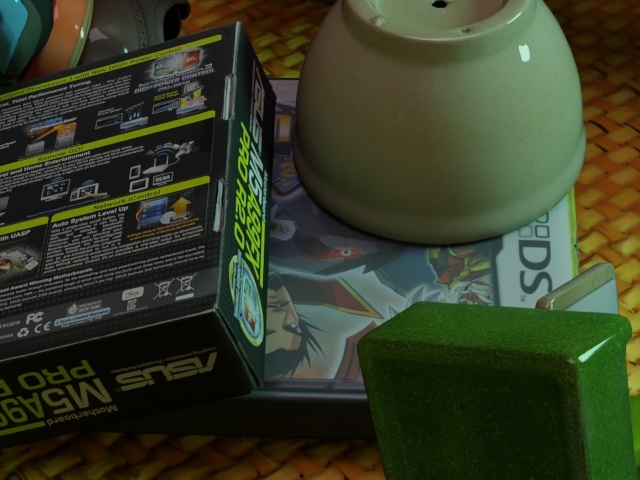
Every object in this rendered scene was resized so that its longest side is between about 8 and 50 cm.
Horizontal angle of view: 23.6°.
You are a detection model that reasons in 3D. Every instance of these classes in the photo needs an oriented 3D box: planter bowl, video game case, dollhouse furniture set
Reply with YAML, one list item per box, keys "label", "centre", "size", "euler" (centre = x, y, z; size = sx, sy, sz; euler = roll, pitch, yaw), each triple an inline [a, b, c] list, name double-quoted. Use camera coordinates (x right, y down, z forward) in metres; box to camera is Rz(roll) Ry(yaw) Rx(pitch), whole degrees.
- label: "planter bowl"
  centre: [0.062, -0.093, 0.812]
  size: [0.162, 0.109, 0.162]
  euler: [-3, 43, 2]
- label: "video game case"
  centre: [0.000, 0.000, 0.824]
  size: [0.274, 0.035, 0.248]
  euler: [1, 45, 5]
- label: "dollhouse furniture set"
  centre: [0.199, 0.083, 0.563]
  size: [0.301, 0.151, 0.197]
  euler: [2, 18, 40]

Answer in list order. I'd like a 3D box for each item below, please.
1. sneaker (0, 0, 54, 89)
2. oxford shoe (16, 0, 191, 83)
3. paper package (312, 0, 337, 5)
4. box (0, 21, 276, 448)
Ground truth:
- label: "sneaker"
  centre: [-0.222, -0.187, 0.935]
  size: [0.139, 0.125, 0.341]
  euler: [-42, 30, -9]
- label: "oxford shoe"
  centre: [-0.143, -0.166, 1.047]
  size: [0.098, 0.097, 0.271]
  euler: [20, 34, -17]
- label: "paper package"
  centre: [0.062, -0.348, 0.985]
  size: [0.309, 0.325, 0.168]
  euler: [-20, -14, 32]
- label: "box"
  centre: [-0.159, 0.006, 0.772]
  size: [0.270, 0.060, 0.216]
  euler: [-14, 41, 12]
